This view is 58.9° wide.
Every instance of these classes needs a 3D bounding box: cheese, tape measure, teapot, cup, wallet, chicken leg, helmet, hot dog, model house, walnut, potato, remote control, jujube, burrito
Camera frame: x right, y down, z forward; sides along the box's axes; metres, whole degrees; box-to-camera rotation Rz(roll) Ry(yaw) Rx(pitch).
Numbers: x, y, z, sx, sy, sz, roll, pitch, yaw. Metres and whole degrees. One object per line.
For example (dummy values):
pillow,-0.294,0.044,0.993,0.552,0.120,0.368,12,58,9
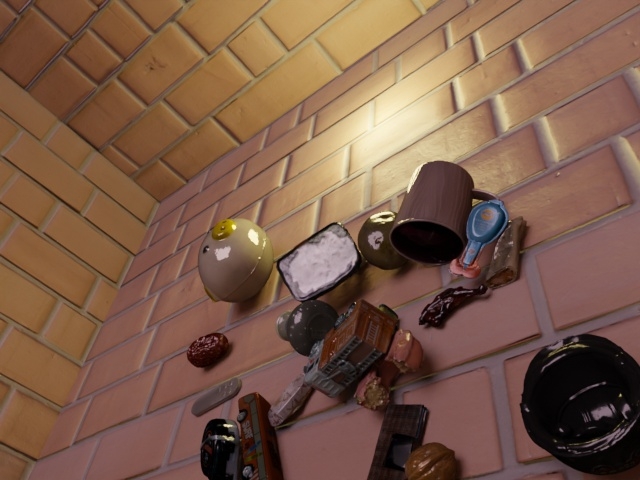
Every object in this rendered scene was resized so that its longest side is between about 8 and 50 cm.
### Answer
cheese,0.437,-0.007,1.559,0.106,0.037,0.256,20,74,32
tape measure,-0.308,0.646,1.754,0.182,0.107,0.181,-12,67,65
teapot,-0.051,0.286,1.855,0.184,0.183,0.251,-58,18,-20
cup,0.371,-0.090,1.709,0.288,0.208,0.273,-18,38,43
wallet,0.183,0.508,1.377,0.124,0.042,0.230,-18,36,43
chicken leg,0.358,0.173,1.559,0.219,0.048,0.089,-37,33,17
helmet,0.511,0.318,1.060,0.230,0.160,0.279,-37,17,22
hot dog,-0.090,0.491,1.746,0.192,0.053,0.099,-50,17,-19
model house,0.031,0.087,1.976,0.271,0.190,0.301,-35,-14,10
walnut,0.245,0.502,1.249,0.124,0.105,0.105,-31,29,-3
potato,0.215,-0.003,1.847,0.160,0.177,0.235,-47,12,45
remote control,-0.381,0.571,2.067,0.245,0.022,0.077,-33,30,23
jujube,-0.441,0.428,2.232,0.176,0.112,0.109,-35,64,17
burrito,0.507,0.024,1.534,0.087,0.060,0.226,-17,41,50

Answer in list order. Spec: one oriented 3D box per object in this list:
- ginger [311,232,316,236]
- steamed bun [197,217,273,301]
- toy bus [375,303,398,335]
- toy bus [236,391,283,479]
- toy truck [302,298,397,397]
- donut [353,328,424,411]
ginger,-0.004,0.007,2.235,0.096,0.067,0.165,-58,18,-20
steamed bun,-0.351,0.080,2.350,0.333,0.334,0.374,-37,25,18
toy bus,0.143,0.269,1.687,0.175,0.088,0.101,-31,34,31
toy bus,-0.180,0.617,1.673,0.092,0.093,0.409,-34,31,7
toy truck,0.072,0.316,1.573,0.305,0.136,0.162,-52,9,37
donut,0.186,0.339,1.498,0.233,0.085,0.199,-53,3,23
